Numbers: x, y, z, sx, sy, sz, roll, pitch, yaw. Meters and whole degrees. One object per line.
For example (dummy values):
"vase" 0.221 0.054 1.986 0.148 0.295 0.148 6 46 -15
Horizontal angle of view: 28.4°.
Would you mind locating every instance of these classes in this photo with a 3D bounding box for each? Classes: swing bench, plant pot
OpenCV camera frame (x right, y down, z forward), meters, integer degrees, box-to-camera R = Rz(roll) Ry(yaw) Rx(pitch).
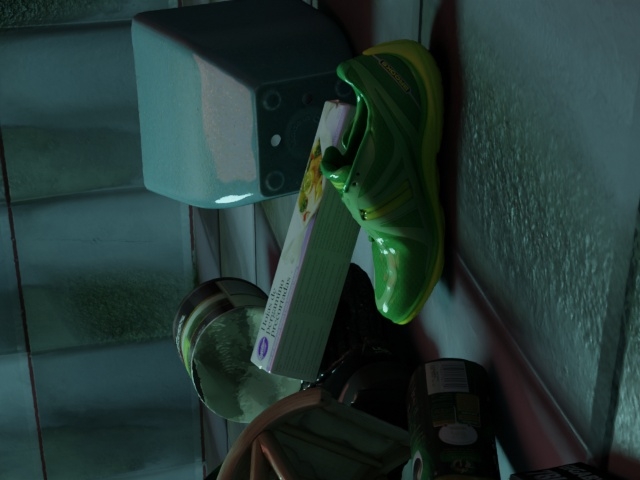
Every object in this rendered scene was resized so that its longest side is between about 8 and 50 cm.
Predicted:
"swing bench" 0.027 0.312 1.284 0.253 0.165 0.255 32 -144 -51
"plant pot" -0.077 -0.168 1.638 0.252 0.247 0.248 31 129 54

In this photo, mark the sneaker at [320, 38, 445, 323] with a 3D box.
"sneaker" 0.061 -0.057 1.296 0.109 0.123 0.296 -129 34 -68

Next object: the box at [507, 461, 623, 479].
"box" 0.221 0.323 0.862 0.293 0.073 0.296 177 87 -78

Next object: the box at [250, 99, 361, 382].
"box" 0.000 0.000 1.468 0.063 0.067 0.324 22 98 62

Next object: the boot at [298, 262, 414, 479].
"boot" 0.004 0.224 1.558 0.348 0.131 0.260 -62 29 20

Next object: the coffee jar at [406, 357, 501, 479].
"coffee jar" 0.125 0.206 1.169 0.096 0.079 0.184 96 175 -47

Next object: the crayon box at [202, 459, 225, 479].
"crayon box" -0.093 0.404 1.780 0.318 0.081 0.202 -6 -86 -82

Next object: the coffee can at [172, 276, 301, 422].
"coffee can" -0.146 0.186 2.229 0.275 0.201 0.202 -148 52 -74
